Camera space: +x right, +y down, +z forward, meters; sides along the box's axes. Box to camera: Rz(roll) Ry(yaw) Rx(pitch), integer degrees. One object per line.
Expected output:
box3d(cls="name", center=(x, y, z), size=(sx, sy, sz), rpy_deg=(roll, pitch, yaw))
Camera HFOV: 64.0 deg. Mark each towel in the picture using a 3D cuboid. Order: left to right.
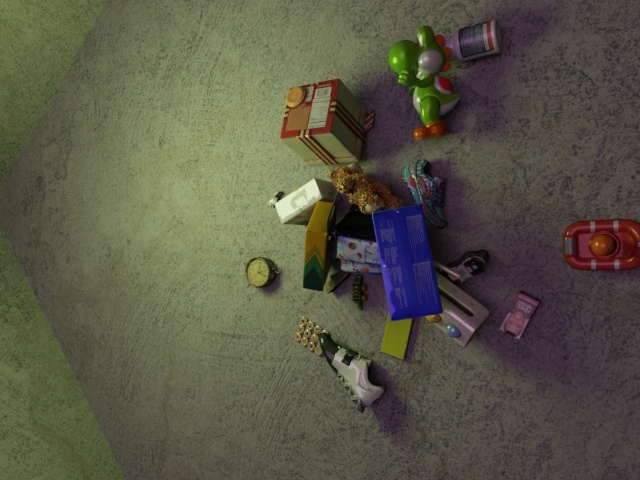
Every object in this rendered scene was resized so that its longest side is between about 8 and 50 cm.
box3d(cls="towel", center=(0.288, 0.311, 1.887), size=(0.102, 0.021, 0.237), rpy_deg=(15, 99, 35))

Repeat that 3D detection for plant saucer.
box3d(cls="plant saucer", center=(-0.091, -0.518, 1.841), size=(0.083, 0.013, 0.084), rpy_deg=(-11, 66, 27))

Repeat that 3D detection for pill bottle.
box3d(cls="pill bottle", center=(0.499, -0.655, 1.700), size=(0.180, 0.108, 0.108), rpy_deg=(-5, 88, 30))

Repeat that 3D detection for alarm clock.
box3d(cls="alarm clock", center=(-0.238, 0.131, 2.169), size=(0.192, 0.064, 0.129), rpy_deg=(-13, 84, 32))

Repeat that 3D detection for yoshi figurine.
box3d(cls="yoshi figurine", center=(0.324, -0.523, 1.729), size=(0.203, 0.203, 0.362), rpy_deg=(13, 115, 61))

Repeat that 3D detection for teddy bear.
box3d(cls="teddy bear", center=(0.159, -0.189, 1.818), size=(0.338, 0.245, 0.113), rpy_deg=(-112, 29, -62))

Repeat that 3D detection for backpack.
box3d(cls="backpack", center=(0.188, 0.005, 1.811), size=(0.263, 0.276, 0.213), rpy_deg=(6, 123, 23))

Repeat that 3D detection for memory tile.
box3d(cls="memory tile", center=(-0.038, 0.388, 2.083), size=(0.148, 0.012, 0.113), rpy_deg=(27, 104, 27))

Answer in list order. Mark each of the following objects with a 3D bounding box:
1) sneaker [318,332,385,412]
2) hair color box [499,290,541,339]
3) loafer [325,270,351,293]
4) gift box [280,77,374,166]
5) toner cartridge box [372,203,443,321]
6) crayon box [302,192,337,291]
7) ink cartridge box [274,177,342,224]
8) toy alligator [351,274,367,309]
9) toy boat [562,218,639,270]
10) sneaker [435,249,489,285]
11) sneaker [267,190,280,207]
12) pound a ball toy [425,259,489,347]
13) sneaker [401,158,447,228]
box3d(cls="sneaker", center=(0.121, 0.467, 1.944), size=(0.146, 0.122, 0.331), rpy_deg=(-39, 70, 6))
box3d(cls="hair color box", center=(0.646, 0.241, 1.658), size=(0.072, 0.043, 0.141), rpy_deg=(29, 105, 26))
box3d(cls="loafer", center=(0.065, 0.147, 1.994), size=(0.148, 0.056, 0.050), rpy_deg=(-46, 75, 23))
box3d(cls="gift box", center=(0.035, -0.439, 1.900), size=(0.255, 0.258, 0.277), rpy_deg=(5, 73, 32))
box3d(cls="toner cartridge box", center=(0.273, 0.071, 1.631), size=(0.165, 0.075, 0.348), rpy_deg=(-9, 83, 5))
box3d(cls="crayon box", center=(0.000, 0.000, 1.872), size=(0.081, 0.202, 0.319), rpy_deg=(10, 127, 7))
box3d(cls="ink cartridge box", center=(-0.046, -0.147, 2.001), size=(0.212, 0.154, 0.093), rpy_deg=(-29, 75, 29))
box3d(cls="toy alligator", center=(0.142, 0.173, 1.951), size=(0.056, 0.051, 0.190), rpy_deg=(-1, 90, 30))
box3d(cls="toy boat", center=(0.826, 0.014, 1.487), size=(0.231, 0.151, 0.151), rpy_deg=(-3, 89, 31))
box3d(cls="sneaker", center=(0.481, 0.092, 1.738), size=(0.078, 0.106, 0.234), rpy_deg=(52, 141, -3))
box3d(cls="sneaker", center=(-0.186, -0.172, 2.160), size=(0.037, 0.032, 0.083), rpy_deg=(42, 116, 9))
box3d(cls="pound a ball toy", center=(0.392, 0.187, 1.701), size=(0.319, 0.135, 0.208), rpy_deg=(38, 147, 24))
box3d(cls="sneaker", center=(0.383, -0.167, 1.777), size=(0.125, 0.104, 0.262), rpy_deg=(-32, 75, 25))
